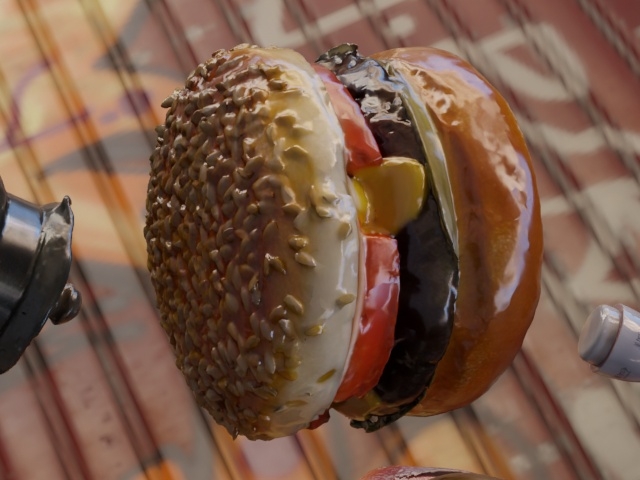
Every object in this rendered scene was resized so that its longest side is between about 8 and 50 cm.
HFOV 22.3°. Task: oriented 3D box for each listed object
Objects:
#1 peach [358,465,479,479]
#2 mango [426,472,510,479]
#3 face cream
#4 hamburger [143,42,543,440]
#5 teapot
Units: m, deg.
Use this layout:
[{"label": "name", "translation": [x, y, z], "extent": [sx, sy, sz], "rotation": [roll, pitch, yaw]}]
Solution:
[{"label": "peach", "translation": [0.130, 0.390, 2.222], "extent": [0.154, 0.267, 0.158], "rotation": [73, 29, -53]}, {"label": "mango", "translation": [0.122, 0.249, 1.182], "extent": [0.236, 0.166, 0.136], "rotation": [-148, -104, -77]}, {"label": "face cream", "translation": [0.371, 0.128, 1.984], "extent": [0.095, 0.091, 0.091], "rotation": [22, -4, -6]}, {"label": "hamburger", "translation": [0.000, 0.000, 1.303], "extent": [0.330, 0.250, 0.329], "rotation": [13, -75, 59]}, {"label": "teapot", "translation": [-0.358, 0.042, 1.467], "extent": [0.285, 0.305, 0.223], "rotation": [25, -17, -21]}]
